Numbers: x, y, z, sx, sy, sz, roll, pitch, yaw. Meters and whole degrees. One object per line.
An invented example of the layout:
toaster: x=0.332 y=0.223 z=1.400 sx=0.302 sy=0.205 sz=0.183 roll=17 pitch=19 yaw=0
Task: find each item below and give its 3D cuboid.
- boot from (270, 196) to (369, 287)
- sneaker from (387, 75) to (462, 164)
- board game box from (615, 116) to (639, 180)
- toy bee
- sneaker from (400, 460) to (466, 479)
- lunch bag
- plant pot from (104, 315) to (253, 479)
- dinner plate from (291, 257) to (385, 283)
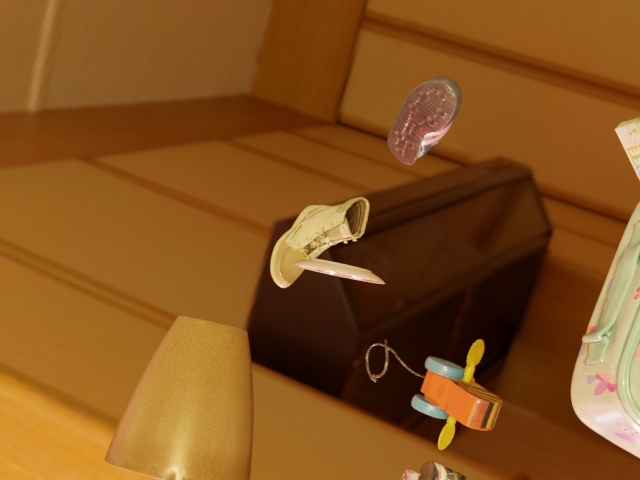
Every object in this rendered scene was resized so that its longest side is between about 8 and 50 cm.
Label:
boot: x=0.000 y=0.000 z=2.456 sx=0.077 sy=0.165 sz=0.213 roll=50 pitch=-127 yaw=-26
sneaker: x=0.249 y=-0.288 z=2.681 sx=0.131 sy=0.112 sz=0.319 roll=-40 pitch=-4 yaw=-26
board game box: x=0.564 y=-0.135 z=1.998 sx=0.026 sy=0.103 sz=0.154 roll=-42 pitch=-72 yaw=-43
toy bee: x=0.239 y=0.254 z=2.173 sx=0.162 sy=0.298 sz=0.195 roll=14 pitch=-62 yaw=-36
sneaker: x=0.191 y=0.430 z=2.086 sx=0.178 sy=0.077 sz=0.072 roll=137 pitch=146 yaw=-64
lunch bag: x=0.371 y=0.093 z=1.194 sx=0.108 sy=0.224 sz=0.279 roll=-16 pitch=45 yaw=59
plant pot: x=-0.204 y=0.258 z=1.972 sx=0.237 sy=0.237 sz=0.254 roll=34 pitch=-113 yaw=-68
dinner plate: x=0.028 y=0.043 z=1.794 sx=0.141 sy=0.141 sz=0.017 roll=17 pitch=-96 yaw=-68
